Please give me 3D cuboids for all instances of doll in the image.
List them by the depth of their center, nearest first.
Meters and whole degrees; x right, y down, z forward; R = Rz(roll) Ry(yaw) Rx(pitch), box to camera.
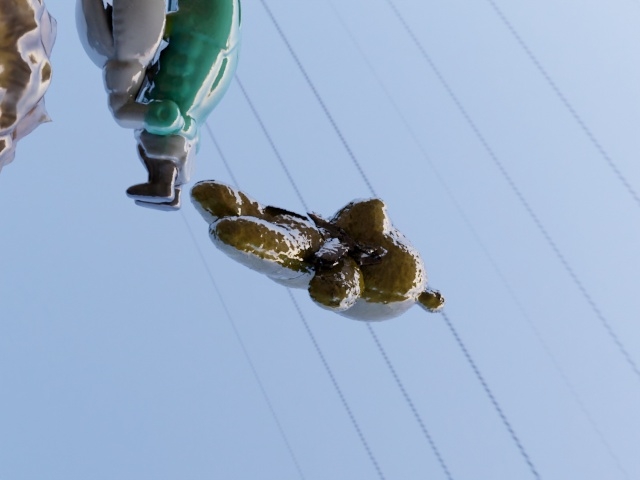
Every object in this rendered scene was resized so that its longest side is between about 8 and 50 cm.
[{"bbox_3d":[0.000,0.000,0.742,0.137,0.209,0.097,34,-82,45],"label":"doll"},{"bbox_3d":[-0.161,-0.174,0.964,0.153,0.195,0.258,9,-128,2],"label":"doll"}]

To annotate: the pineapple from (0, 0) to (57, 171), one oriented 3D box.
[{"bbox_3d":[-0.267,-0.130,0.513,0.175,0.175,0.361,-29,-145,-24],"label":"pineapple"}]
